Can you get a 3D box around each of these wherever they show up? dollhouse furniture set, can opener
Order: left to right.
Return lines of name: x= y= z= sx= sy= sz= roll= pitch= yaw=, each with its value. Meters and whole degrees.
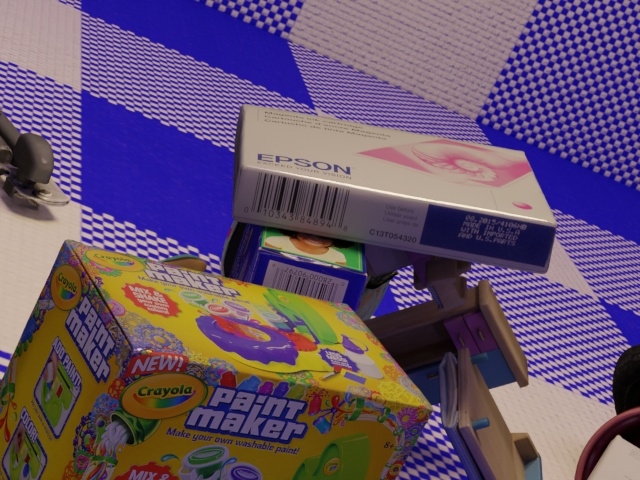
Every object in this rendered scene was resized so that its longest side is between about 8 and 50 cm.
can opener: x=-0.405 y=-0.123 z=2.121 sx=0.074 sy=0.093 sz=0.280 roll=11 pitch=19 yaw=-38
dollhouse furniture set: x=0.103 y=0.177 z=1.764 sx=0.303 sy=0.198 sz=0.286 roll=-86 pitch=152 yaw=-53

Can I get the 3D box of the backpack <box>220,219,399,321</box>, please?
backpack: x=0.000 y=0.000 z=2.072 sx=0.225 sy=0.253 sz=0.191 roll=30 pitch=13 yaw=20

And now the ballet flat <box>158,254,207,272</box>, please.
ballet flat: x=-0.211 y=0.064 z=1.917 sx=0.232 sy=0.080 sz=0.073 roll=-3 pitch=62 yaw=-53

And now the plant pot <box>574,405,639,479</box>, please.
plant pot: x=0.414 y=0.297 z=1.953 sx=0.201 sy=0.201 sz=0.180 roll=31 pitch=2 yaw=12

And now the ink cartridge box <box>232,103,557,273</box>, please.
ink cartridge box: x=0.069 y=-0.076 z=1.728 sx=0.324 sy=0.071 sz=0.330 roll=9 pitch=21 yaw=-6

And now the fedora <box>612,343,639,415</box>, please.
fedora: x=0.539 y=0.233 z=2.075 sx=0.152 sy=0.334 sz=0.334 roll=-32 pitch=51 yaw=-24

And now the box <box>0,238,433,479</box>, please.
box: x=-0.115 y=0.183 z=1.342 sx=0.290 sy=0.279 sz=0.177 roll=14 pitch=21 yaw=-34

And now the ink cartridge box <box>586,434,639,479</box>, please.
ink cartridge box: x=0.389 y=0.385 z=1.710 sx=0.309 sy=0.130 sz=0.272 roll=31 pitch=28 yaw=14

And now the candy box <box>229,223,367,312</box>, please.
candy box: x=-0.043 y=0.084 z=1.720 sx=0.122 sy=0.268 sz=0.317 roll=15 pitch=20 yaw=-7
